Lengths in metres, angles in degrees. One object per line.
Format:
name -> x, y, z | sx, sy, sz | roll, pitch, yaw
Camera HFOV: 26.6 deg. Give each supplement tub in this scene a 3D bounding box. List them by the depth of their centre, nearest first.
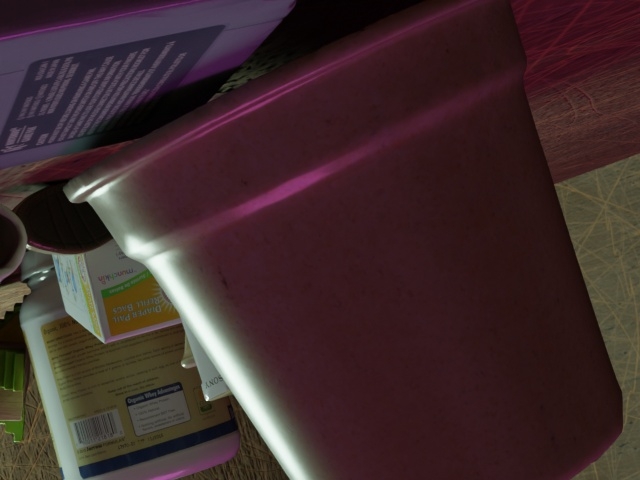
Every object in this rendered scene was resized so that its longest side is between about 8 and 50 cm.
supplement tub -> -0.245, 0.147, 1.698 | 0.228, 0.316, 0.228 | -16, 176, -1

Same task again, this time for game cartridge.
game cartridge -> -0.137, -0.097, 0.723 | 0.198, 0.062, 0.297 | -10, 174, -20

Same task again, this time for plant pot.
plant pot -> 0.043, 0.030, 0.918 | 0.334, 0.305, 0.334 | -25, -177, 2

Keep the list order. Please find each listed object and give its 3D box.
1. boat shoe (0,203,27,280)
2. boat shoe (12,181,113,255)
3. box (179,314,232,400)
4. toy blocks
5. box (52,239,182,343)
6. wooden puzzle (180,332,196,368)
boat shoe -> -0.346, 0.025, 0.894 | 0.156, 0.135, 0.367 | -21, 171, 40
boat shoe -> -0.231, -0.022, 1.289 | 0.072, 0.068, 0.190 | -5, -176, 37
box -> 0.000, 0.000, 1.282 | 0.322, 0.232, 0.058 | -14, 169, -34
toy blocks -> -0.531, 0.167, 1.844 | 0.261, 0.190, 0.381 | 3, -177, -10
box -> -0.206, 0.029, 1.422 | 0.114, 0.103, 0.203 | -15, -169, -18
wooden puzzle -> -0.055, 0.005, 1.419 | 0.221, 0.238, 0.044 | -18, 142, 28
